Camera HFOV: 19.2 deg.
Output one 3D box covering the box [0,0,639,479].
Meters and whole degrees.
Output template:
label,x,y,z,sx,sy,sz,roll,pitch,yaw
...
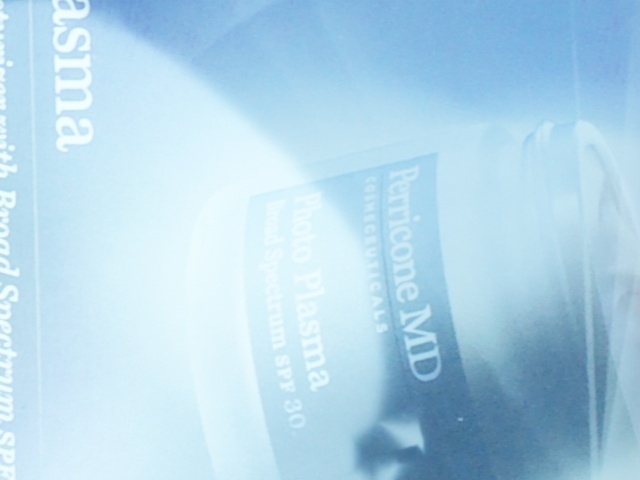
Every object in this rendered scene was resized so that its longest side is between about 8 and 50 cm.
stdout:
label,x,y,z,sx,sy,sz,roll,pitch,yaw
box,0.000,0.000,0.598,0.294,0.296,0.183,-1,-4,-15
